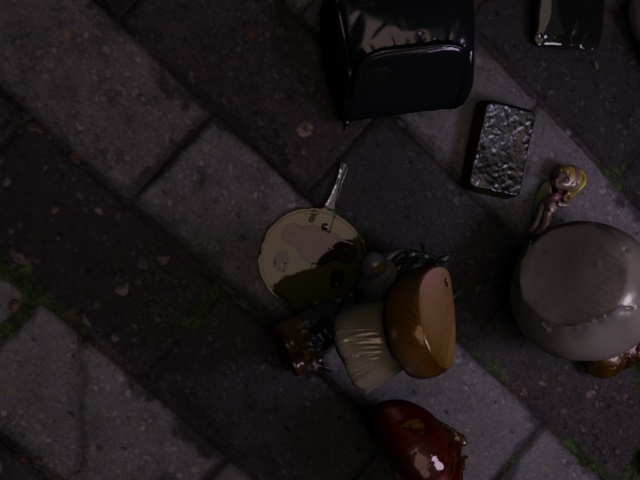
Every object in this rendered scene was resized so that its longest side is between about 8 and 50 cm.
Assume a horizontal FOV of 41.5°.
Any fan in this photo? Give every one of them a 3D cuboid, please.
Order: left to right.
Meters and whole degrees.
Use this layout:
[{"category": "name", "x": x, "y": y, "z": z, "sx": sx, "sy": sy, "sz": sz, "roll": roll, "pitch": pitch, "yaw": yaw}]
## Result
[{"category": "fan", "x": 0.000, "y": 0.000, "z": 1.748, "sx": 0.229, "sy": 0.011, "sz": 0.335, "roll": 19, "pitch": 91, "yaw": -13}]

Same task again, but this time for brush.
[{"category": "brush", "x": 0.144, "y": 0.143, "z": 1.520, "sx": 0.166, "sy": 0.267, "sz": 0.174, "roll": -16, "pitch": 113, "yaw": 27}, {"category": "brush", "x": 0.377, "y": -0.193, "z": 1.794, "sx": 0.123, "sy": 0.059, "sz": 0.197, "roll": 11, "pitch": 91, "yaw": -12}]

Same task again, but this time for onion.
[{"category": "onion", "x": 0.196, "y": 0.425, "z": 1.710, "sx": 0.161, "sy": 0.248, "sz": 0.248, "roll": -43, "pitch": 102, "yaw": -21}]

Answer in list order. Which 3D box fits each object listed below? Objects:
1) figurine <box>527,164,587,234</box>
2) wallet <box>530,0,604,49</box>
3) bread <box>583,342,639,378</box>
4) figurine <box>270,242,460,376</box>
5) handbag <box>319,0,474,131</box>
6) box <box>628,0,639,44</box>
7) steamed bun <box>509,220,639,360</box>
[{"category": "figurine", "x": 0.511, "y": -0.088, "z": 1.830, "sx": 0.083, "sy": 0.083, "sz": 0.187, "roll": 34, "pitch": 80, "yaw": -13}, {"category": "wallet", "x": 0.533, "y": -0.535, "z": 1.815, "sx": 0.168, "sy": 0.052, "sz": 0.245, "roll": 1, "pitch": 98, "yaw": -13}, {"category": "bread", "x": 0.729, "y": 0.187, "z": 1.887, "sx": 0.344, "sy": 0.084, "sz": 0.124, "roll": -32, "pitch": 100, "yaw": -9}, {"category": "figurine", "x": 0.098, "y": 0.140, "z": 1.678, "sx": 0.382, "sy": 0.186, "sz": 0.261, "roll": -26, "pitch": 139, "yaw": -16}, {"category": "handbag", "x": 0.163, "y": -0.367, "z": 1.674, "sx": 0.302, "sy": 0.178, "sz": 0.275, "roll": -8, "pitch": 95, "yaw": -12}, {"category": "box", "x": 0.847, "y": -0.448, "z": 1.842, "sx": 0.288, "sy": 0.141, "sz": 0.349, "roll": -36, "pitch": 100, "yaw": -9}, {"category": "steamed bun", "x": 0.556, "y": 0.119, "z": 1.762, "sx": 0.309, "sy": 0.309, "sz": 0.309, "roll": -1, "pitch": 94, "yaw": -13}]
